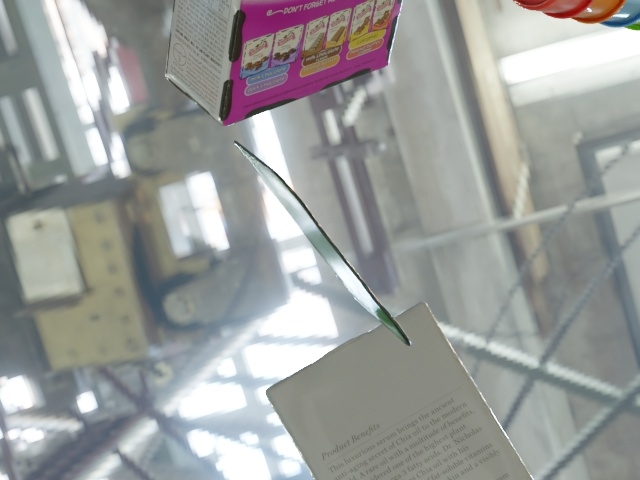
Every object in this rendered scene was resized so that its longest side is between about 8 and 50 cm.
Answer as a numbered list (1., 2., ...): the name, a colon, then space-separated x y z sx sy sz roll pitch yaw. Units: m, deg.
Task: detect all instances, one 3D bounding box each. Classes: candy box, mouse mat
1. candy box: -0.011 -0.206 1.000 0.159 0.233 0.071 -24 -129 -37
2. mouse mat: 0.000 0.000 1.259 0.007 0.190 0.152 -39 -157 -5

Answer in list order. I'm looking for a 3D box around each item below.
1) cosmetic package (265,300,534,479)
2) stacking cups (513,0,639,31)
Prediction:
1. cosmetic package: 0.144 0.332 1.859 0.230 0.453 0.161 -29 162 -4
2. stacking cups: 0.278 -0.246 1.452 0.096 0.096 0.316 -9 -179 32
